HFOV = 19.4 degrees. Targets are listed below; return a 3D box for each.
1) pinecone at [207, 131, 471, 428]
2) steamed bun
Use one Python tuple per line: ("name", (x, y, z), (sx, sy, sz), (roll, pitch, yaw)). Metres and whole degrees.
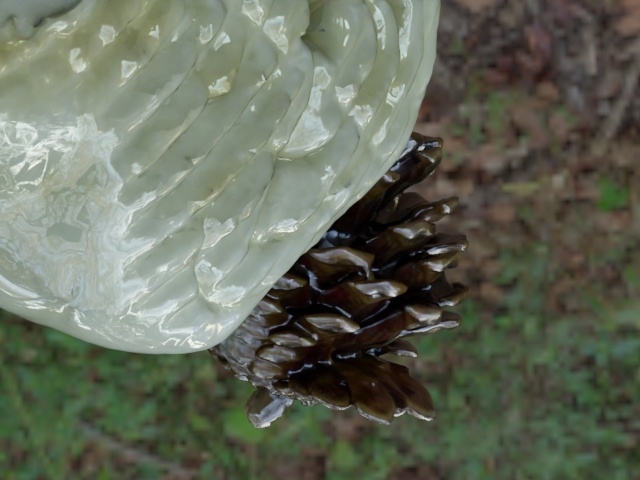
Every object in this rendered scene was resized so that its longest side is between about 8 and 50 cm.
("pinecone", (-0.001, 0.000, 1.093), (0.185, 0.168, 0.212), (13, 118, 16))
("steamed bun", (-0.094, -0.138, 0.653), (0.203, 0.276, 0.289), (11, 138, 42))
